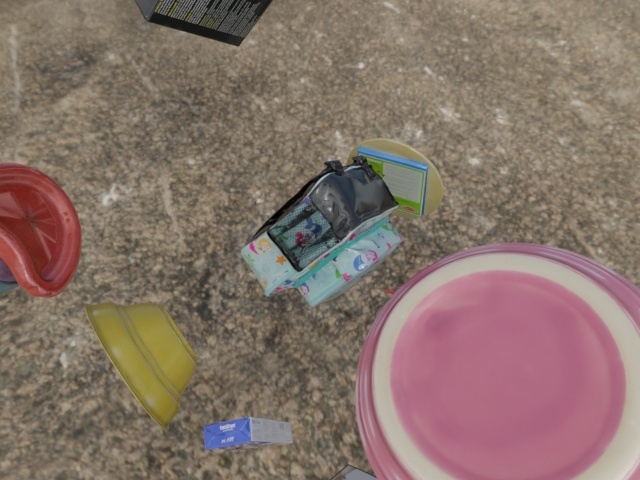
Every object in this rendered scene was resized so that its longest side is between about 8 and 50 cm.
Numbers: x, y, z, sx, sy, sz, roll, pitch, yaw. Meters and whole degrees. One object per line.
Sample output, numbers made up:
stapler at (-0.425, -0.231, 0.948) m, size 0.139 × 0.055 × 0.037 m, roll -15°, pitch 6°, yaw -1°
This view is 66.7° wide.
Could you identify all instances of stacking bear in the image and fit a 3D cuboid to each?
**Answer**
stacking bear at (-0.497, 0.019, 0.661) m, size 0.289 × 0.175 × 0.164 m, roll -20°, pitch 29°, yaw 13°

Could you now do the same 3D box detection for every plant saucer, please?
plant saucer at (0.182, 0.141, 0.487) m, size 0.332 × 0.084 × 0.332 m, roll -14°, pitch 56°, yaw 22°

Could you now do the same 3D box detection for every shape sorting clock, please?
shape sorting clock at (0.148, -0.123, 0.978) m, size 0.206 × 0.206 × 0.040 m, roll 20°, pitch 53°, yaw 21°

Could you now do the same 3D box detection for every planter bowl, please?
planter bowl at (-0.245, 0.160, 0.718) m, size 0.090 × 0.217 × 0.217 m, roll -34°, pitch 53°, yaw -18°

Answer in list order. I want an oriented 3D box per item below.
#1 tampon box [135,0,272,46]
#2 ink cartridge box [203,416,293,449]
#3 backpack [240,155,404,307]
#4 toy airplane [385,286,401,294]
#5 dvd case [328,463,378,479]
tampon box at (-0.164, -0.351, 0.644) m, size 0.161 × 0.101 × 0.120 m, roll -11°, pitch 66°, yaw -53°
ink cartridge box at (-0.138, 0.390, 0.976) m, size 0.097 × 0.207 × 0.046 m, roll -15°, pitch 63°, yaw 13°
backpack at (0.000, 0.000, 0.828) m, size 0.191 × 0.253 × 0.225 m, roll 60°, pitch 32°, yaw 1°
toy airplane at (0.212, 0.123, 1.109) m, size 0.151 × 0.151 × 0.028 m, roll 12°, pitch 87°, yaw 14°
dvd case at (-0.009, 0.459, 0.776) m, size 0.253 × 0.180 × 0.022 m, roll -29°, pitch 90°, yaw -26°
